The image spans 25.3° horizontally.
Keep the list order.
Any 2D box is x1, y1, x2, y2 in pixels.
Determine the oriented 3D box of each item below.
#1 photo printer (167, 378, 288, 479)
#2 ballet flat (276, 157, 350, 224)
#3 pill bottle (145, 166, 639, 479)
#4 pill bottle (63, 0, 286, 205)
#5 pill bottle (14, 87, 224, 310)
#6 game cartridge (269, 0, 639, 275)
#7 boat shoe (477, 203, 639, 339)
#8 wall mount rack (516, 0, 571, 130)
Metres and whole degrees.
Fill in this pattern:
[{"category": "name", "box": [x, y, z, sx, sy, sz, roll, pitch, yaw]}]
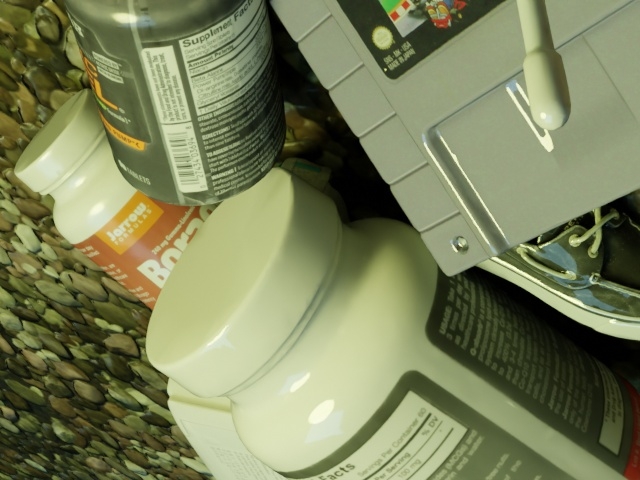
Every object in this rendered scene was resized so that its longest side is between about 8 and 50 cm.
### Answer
[{"category": "photo printer", "box": [0.031, 0.208, 1.383, 0.307, 0.107, 0.256, 7, 143, 31]}, {"category": "ballet flat", "box": [0.000, 0.000, 1.156, 0.052, 0.057, 0.168, 6, 144, 17]}, {"category": "pill bottle", "box": [0.064, 0.112, 1.084, 0.363, 0.210, 0.210, 35, 149, -22]}, {"category": "pill bottle", "box": [-0.098, -0.145, 0.947, 0.130, 0.130, 0.246, 17, 147, 19]}, {"category": "pill bottle", "box": [-0.138, -0.021, 1.169, 0.216, 0.121, 0.121, 41, 147, -20]}, {"category": "game cartridge", "box": [0.119, -0.127, 0.794, 0.230, 0.068, 0.355, 53, 145, -4]}, {"category": "boat shoe", "box": [0.173, 0.002, 0.994, 0.219, 0.078, 0.070, 21, 150, 15]}, {"category": "wall mount rack", "box": [0.080, -0.237, 0.595, 0.304, 0.130, 0.350, 48, 144, 7]}]
